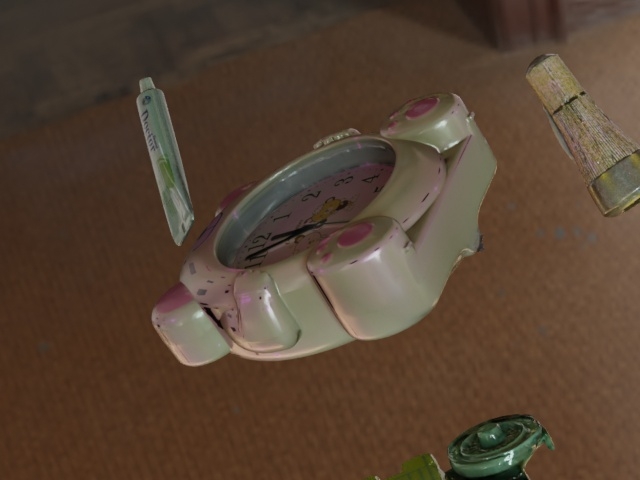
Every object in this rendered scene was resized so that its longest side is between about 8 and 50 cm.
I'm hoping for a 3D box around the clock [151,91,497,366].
[{"bbox_3d":[0.000,0.000,1.536,0.309,0.114,0.284,-16,31,33],"label":"clock"}]

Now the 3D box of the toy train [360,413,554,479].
[{"bbox_3d":[0.136,0.322,1.542,0.272,0.179,0.442,-23,12,0],"label":"toy train"}]

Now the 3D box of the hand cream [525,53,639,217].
[{"bbox_3d":[0.302,-0.126,1.838,0.084,0.084,0.203,-31,80,-21],"label":"hand cream"}]

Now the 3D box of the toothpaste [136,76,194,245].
[{"bbox_3d":[-0.155,-0.086,1.614,0.029,0.048,0.197,2,54,-28],"label":"toothpaste"}]
